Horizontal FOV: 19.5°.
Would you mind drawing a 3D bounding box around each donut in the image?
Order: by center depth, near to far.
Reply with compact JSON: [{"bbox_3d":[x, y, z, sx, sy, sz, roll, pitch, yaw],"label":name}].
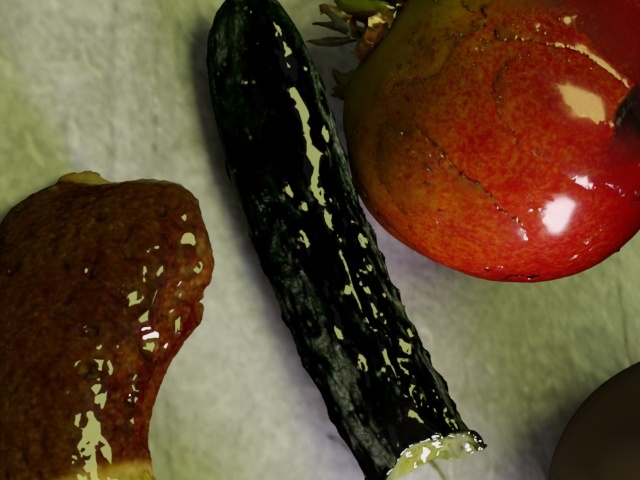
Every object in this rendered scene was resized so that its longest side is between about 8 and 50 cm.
[{"bbox_3d":[-0.113,0.098,0.915,0.151,0.112,0.295,-2,78,-47],"label":"donut"}]

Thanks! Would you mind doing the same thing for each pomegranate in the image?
[{"bbox_3d":[0.106,-0.084,1.123,0.235,0.210,0.210,41,49,2],"label":"pomegranate"}]

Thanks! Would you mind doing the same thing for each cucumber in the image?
[{"bbox_3d":[0.000,0.000,1.082,0.072,0.081,0.303,-78,143,-88],"label":"cucumber"}]

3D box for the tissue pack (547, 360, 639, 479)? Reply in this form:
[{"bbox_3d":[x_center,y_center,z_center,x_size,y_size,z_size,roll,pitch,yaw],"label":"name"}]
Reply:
[{"bbox_3d":[0.332,0.172,1.128,0.277,0.387,0.267,-21,95,-45],"label":"tissue pack"}]
